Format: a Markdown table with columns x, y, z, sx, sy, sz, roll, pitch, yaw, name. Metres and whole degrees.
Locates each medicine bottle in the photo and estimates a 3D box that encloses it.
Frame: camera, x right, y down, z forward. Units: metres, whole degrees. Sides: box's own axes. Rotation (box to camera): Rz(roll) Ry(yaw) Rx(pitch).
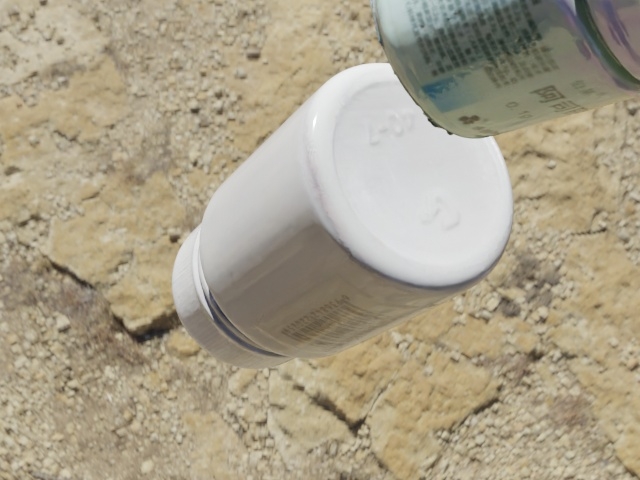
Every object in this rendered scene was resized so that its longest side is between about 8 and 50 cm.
| x | y | z | sx | sy | sz | roll | pitch | yaw | name |
| --- | --- | --- | --- | --- | --- | --- | --- | --- | --- |
| 0.000 | 0.000 | 0.898 | 0.208 | 0.340 | 0.208 | 11 | 65 | -26 | medicine bottle |
| 0.124 | -0.130 | 0.459 | 0.135 | 0.169 | 0.135 | 16 | 68 | -45 | medicine bottle |
